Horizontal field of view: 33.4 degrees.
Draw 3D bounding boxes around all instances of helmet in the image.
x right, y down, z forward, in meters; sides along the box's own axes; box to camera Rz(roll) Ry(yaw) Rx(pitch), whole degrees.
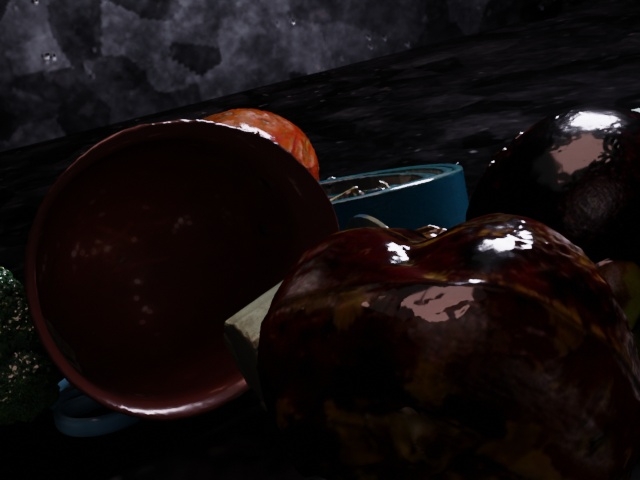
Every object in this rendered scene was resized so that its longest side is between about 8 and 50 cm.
[{"bbox_3d":[-0.197,0.025,1.300,0.385,0.337,0.230,-23,13,-29],"label":"helmet"}]

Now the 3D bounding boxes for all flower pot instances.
[{"bbox_3d":[0.016,0.109,1.192,0.203,0.212,0.212,-32,24,-19],"label":"flower pot"}]

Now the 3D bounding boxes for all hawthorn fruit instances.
[{"bbox_3d":[-0.130,-0.113,1.877,0.262,0.258,0.258,4,13,-17],"label":"hawthorn fruit"}]

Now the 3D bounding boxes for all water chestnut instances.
[{"bbox_3d":[0.093,0.146,0.883,0.335,0.335,0.347,3,53,39],"label":"water chestnut"}]

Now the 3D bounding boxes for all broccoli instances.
[{"bbox_3d":[-0.440,0.142,1.287,0.269,0.241,0.261,21,11,34],"label":"broccoli"}]

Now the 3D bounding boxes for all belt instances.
[{"bbox_3d":[0.002,0.000,1.533,0.437,0.173,0.300,-7,9,4],"label":"belt"}]

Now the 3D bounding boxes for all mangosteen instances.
[{"bbox_3d":[0.321,-0.005,1.193,0.313,0.297,0.297,18,28,18],"label":"mangosteen"}]

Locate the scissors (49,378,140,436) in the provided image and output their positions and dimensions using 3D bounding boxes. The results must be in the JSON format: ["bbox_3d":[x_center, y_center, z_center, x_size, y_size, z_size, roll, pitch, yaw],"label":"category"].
[{"bbox_3d":[-0.133,0.151,1.390,0.447,0.029,0.192,-16,19,-20],"label":"scissors"}]

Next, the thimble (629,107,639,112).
[{"bbox_3d":[0.471,-0.106,1.602,0.237,0.150,0.237,-11,18,4],"label":"thimble"}]
